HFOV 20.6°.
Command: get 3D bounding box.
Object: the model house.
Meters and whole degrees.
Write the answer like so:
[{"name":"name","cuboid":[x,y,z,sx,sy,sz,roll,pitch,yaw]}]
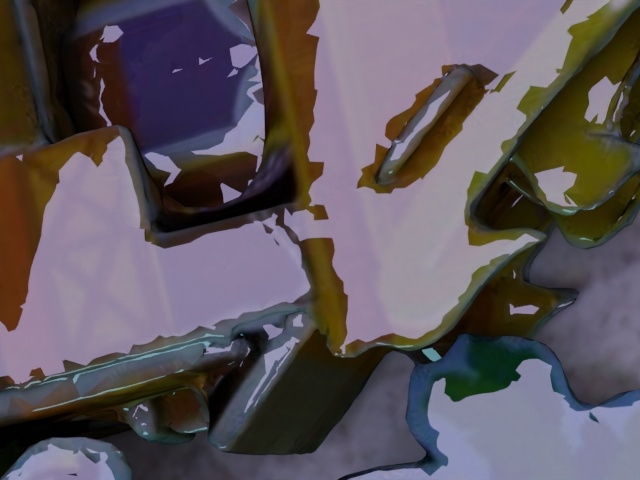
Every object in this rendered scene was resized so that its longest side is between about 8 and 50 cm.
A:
[{"name":"model house","cuboid":[0.000,0.000,0.508,0.312,0.242,0.358,-14,78,13]}]
